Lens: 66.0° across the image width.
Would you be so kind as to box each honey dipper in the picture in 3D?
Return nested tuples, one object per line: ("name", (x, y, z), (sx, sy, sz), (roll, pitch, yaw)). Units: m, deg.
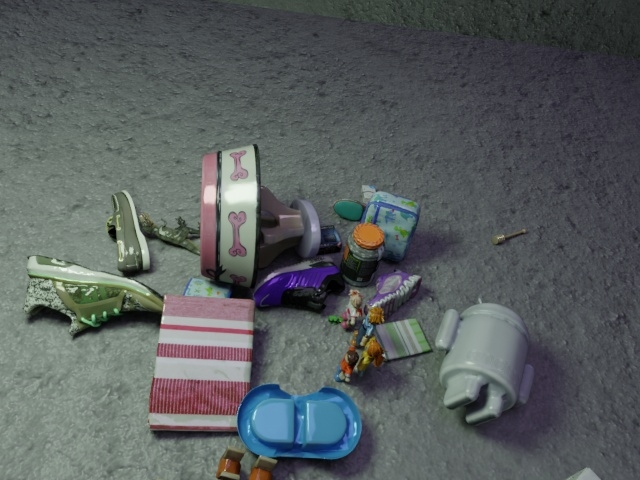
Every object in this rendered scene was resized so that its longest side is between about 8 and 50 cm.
("honey dipper", (0.688, -0.018, 1.782), (0.160, 0.030, 0.030), (-14, 53, -25))

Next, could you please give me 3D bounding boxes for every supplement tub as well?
("supplement tub", (0.129, 0.043, 1.508), (0.117, 0.190, 0.117), (6, 48, -6))

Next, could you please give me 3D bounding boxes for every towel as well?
("towel", (-0.290, 0.302, 1.233), (0.237, 0.037, 0.329), (6, 67, -12))
("towel", (0.231, 0.287, 1.429), (0.152, 0.023, 0.113), (-6, 52, -19))

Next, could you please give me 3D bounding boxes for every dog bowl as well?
("dog bowl", (-0.055, 0.439, 1.177), (0.297, 0.074, 0.166), (7, 55, -13))
("dog bowl", (-0.257, -0.068, 1.385), (0.150, 0.408, 0.408), (1, 49, -11))

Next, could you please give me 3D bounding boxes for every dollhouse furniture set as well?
("dollhouse furniture set", (-0.236, 0.580, 1.028), (0.259, 0.135, 0.262), (20, 47, -9))

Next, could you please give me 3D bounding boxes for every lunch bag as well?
("lunch bag", (-0.317, 0.179, 1.364), (0.128, 0.096, 0.151), (10, 58, -2))
("lunch bag", (0.212, -0.041, 1.582), (0.176, 0.219, 0.090), (19, 42, 6))

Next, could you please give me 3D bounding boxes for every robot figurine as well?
("robot figurine", (0.444, 0.312, 1.323), (0.300, 0.200, 0.353), (37, 50, -5))

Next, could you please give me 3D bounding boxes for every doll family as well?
("doll family", (0.120, 0.256, 1.322), (0.118, 0.163, 0.263), (11, 54, -6))

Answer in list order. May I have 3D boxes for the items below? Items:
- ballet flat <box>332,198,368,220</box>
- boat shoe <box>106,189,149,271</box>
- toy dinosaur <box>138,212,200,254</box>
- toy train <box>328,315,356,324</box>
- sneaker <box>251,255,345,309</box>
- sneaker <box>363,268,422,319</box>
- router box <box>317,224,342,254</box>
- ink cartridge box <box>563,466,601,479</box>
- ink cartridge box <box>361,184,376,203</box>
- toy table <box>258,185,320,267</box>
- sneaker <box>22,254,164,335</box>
("ballet flat", (0.148, -0.107, 1.735), (0.221, 0.077, 0.079), (11, 29, -8))
("boat shoe", (-0.596, -0.033, 1.491), (0.091, 0.109, 0.305), (-12, 56, -27))
("toy dinosaur", (-0.433, -0.023, 1.548), (0.268, 0.064, 0.118), (26, 44, -1))
("toy train", (0.063, 0.234, 1.443), (0.083, 0.017, 0.024), (8, 37, -5))
("sneaker", (-0.052, 0.148, 1.440), (0.293, 0.102, 0.146), (-20, 56, -26))
("sneaker", (0.201, 0.157, 1.495), (0.104, 0.095, 0.236), (36, 47, 29))
("router box", (0.000, 0.000, 1.624), (0.122, 0.038, 0.092), (-8, 50, -18))
("ink cartridge box", (0.629, 0.635, 1.111), (0.082, 0.140, 0.191), (-27, 58, -28))
("ink cartridge box", (0.179, -0.164, 1.813), (0.048, 0.028, 0.083), (2, 49, -9))
("toy table", (-0.116, -0.040, 1.513), (0.160, 0.252, 0.274), (-1, 5, -17))
("sneaker", (-0.598, 0.173, 1.322), (0.410, 0.158, 0.182), (15, 79, 0))
